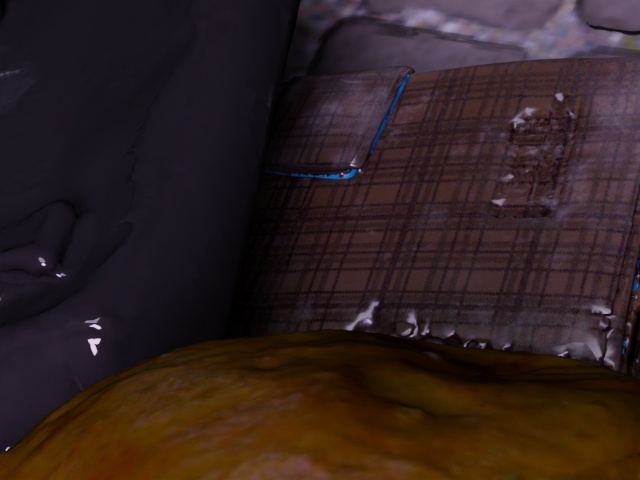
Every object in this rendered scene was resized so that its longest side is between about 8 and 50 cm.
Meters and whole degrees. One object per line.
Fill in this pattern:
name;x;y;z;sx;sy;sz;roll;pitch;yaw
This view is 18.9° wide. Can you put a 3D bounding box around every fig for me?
fig;0.047;0.067;0.415;0.290;0.190;0.190;-43;45;12

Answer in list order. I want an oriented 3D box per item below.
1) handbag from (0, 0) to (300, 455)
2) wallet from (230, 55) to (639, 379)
handbag;-0.116;-0.026;0.616;0.244;0.088;0.275;-15;41;25
wallet;0.000;0.000;0.611;0.230;0.042;0.124;-3;52;30
